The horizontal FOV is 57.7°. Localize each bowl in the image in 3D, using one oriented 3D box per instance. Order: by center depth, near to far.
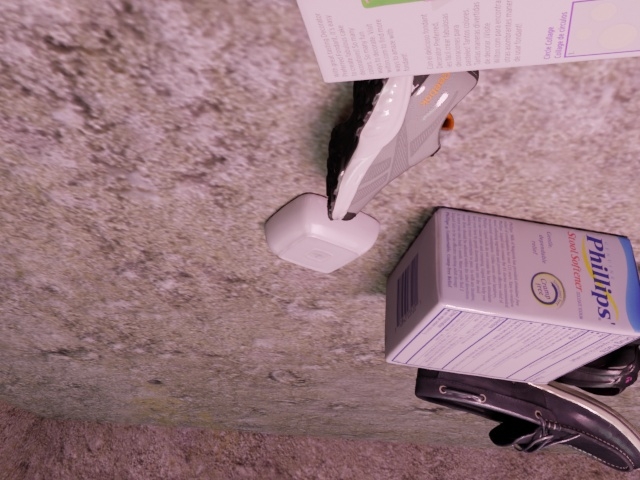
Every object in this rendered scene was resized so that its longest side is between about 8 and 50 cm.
[{"bbox_3d":[0.000,0.000,0.842,0.142,0.053,0.142,20,149,-28],"label":"bowl"}]

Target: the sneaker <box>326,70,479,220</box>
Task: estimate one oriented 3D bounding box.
[{"bbox_3d":[0.069,-0.097,0.605,0.108,0.100,0.271,7,152,-13],"label":"sneaker"}]

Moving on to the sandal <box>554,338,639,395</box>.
[{"bbox_3d":[0.526,0.268,1.183,0.167,0.107,0.446,19,150,-22],"label":"sandal"}]

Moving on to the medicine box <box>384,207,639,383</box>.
[{"bbox_3d":[0.268,0.097,0.870,0.289,0.149,0.263,8,152,-6],"label":"medicine box"}]

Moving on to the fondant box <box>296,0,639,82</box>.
[{"bbox_3d":[0.135,-0.221,0.348,0.330,0.096,0.238,-1,152,16],"label":"fondant box"}]

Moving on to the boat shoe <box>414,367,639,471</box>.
[{"bbox_3d":[0.408,0.349,1.157,0.500,0.156,0.187,27,157,-1],"label":"boat shoe"}]
